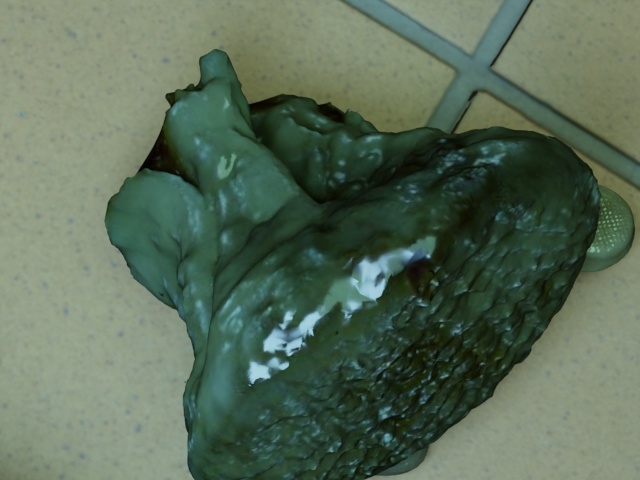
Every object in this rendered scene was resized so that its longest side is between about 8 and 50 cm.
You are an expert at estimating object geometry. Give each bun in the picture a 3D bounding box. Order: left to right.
[{"bbox_3d":[0.237,-0.010,1.720,0.086,0.055,0.086,7,63,-14],"label":"bun"}]

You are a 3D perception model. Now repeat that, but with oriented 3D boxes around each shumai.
[{"bbox_3d":[0.000,0.000,1.559,0.397,0.324,0.323,-37,60,-8],"label":"shumai"}]

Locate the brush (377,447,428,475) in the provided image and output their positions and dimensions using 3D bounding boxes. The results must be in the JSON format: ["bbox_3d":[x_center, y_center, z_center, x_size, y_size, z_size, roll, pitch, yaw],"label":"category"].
[{"bbox_3d":[-0.049,0.209,1.635,0.299,0.039,0.042,-13,118,-10],"label":"brush"}]
